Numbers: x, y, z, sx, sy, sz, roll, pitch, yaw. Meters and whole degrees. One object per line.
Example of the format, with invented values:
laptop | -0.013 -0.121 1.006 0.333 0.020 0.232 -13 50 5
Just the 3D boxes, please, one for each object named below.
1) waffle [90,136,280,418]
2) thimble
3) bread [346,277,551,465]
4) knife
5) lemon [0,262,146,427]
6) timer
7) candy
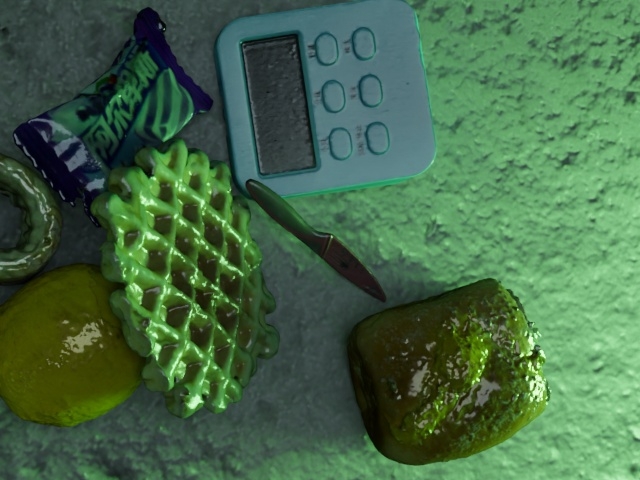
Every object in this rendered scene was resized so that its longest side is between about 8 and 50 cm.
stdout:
waffle | -0.145 0.039 1.348 0.056 0.292 0.309 -15 101 27
thimble | -0.381 -0.031 1.321 0.190 0.143 0.137 36 79 -12
bread | 0.171 0.156 1.453 0.246 0.176 0.196 -18 94 -16
knife | 0.000 0.000 1.472 0.247 0.018 0.035 39 109 -23
lemon | -0.280 0.117 1.325 0.193 0.180 0.181 -31 96 -23
timer | 0.003 -0.174 1.468 0.249 0.091 0.232 -10 91 -10
candy | -0.228 -0.147 1.370 0.145 0.070 0.275 50 49 -17
